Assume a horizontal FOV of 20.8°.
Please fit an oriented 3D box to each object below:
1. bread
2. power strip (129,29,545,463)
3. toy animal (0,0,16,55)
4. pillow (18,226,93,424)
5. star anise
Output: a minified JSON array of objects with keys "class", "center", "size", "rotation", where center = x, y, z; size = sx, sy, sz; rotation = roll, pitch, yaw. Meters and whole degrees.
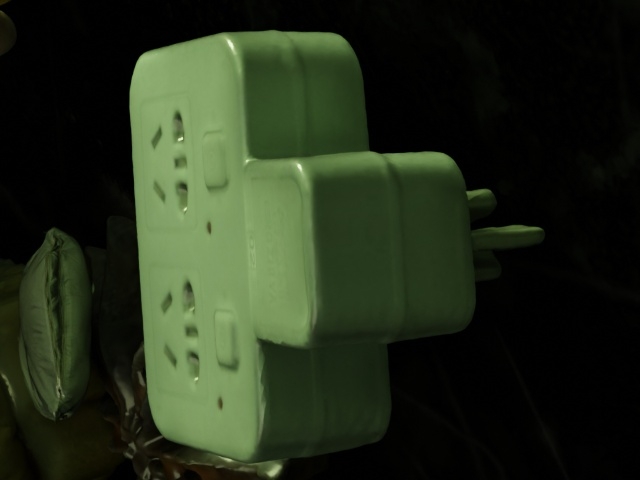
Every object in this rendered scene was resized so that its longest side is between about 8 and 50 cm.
[{"class":"bread","center":[-0.325,0.162,1.426],"size":[0.300,0.341,0.210],"rotation":[-4,107,55]},{"class":"power strip","center":[0.000,0.000,0.946],"size":[0.261,0.141,0.229],"rotation":[1,96,63]},{"class":"toy animal","center":[-0.327,-0.240,1.187],"size":[0.345,0.277,0.247],"rotation":[35,-143,-78]},{"class":"pillow","center":[-0.187,0.062,1.222],"size":[0.229,0.051,0.128],"rotation":[157,114,-79]},{"class":"star anise","center":[-0.078,0.129,1.212],"size":[0.332,0.117,0.332],"rotation":[53,159,31]}]
